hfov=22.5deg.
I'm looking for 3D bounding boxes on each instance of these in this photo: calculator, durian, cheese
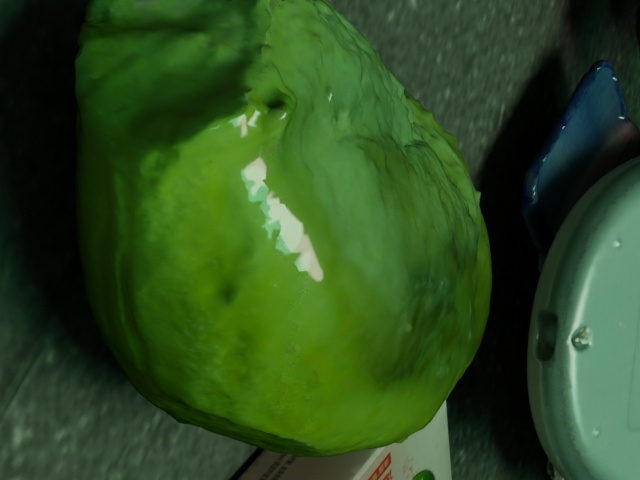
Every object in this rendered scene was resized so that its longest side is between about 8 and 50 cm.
[{"bbox_3d":[0.199,0.045,0.795,0.295,0.042,0.184,2,95,-46],"label":"calculator"},{"bbox_3d":[0.000,0.000,0.514,0.250,0.101,0.139,36,73,-60],"label":"durian"},{"bbox_3d":[0.154,0.032,0.830,0.189,0.074,0.286,-59,144,-26],"label":"cheese"}]

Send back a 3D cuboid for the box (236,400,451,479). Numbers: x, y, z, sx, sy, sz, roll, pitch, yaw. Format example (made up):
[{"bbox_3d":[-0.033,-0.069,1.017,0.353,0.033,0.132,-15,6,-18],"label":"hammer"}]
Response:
[{"bbox_3d":[0.004,0.114,0.639,0.125,0.043,0.089,-47,142,-39],"label":"box"}]

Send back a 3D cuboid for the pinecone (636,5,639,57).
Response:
[{"bbox_3d":[0.269,-0.163,0.763,0.264,0.264,0.264,-35,134,-48],"label":"pinecone"}]
